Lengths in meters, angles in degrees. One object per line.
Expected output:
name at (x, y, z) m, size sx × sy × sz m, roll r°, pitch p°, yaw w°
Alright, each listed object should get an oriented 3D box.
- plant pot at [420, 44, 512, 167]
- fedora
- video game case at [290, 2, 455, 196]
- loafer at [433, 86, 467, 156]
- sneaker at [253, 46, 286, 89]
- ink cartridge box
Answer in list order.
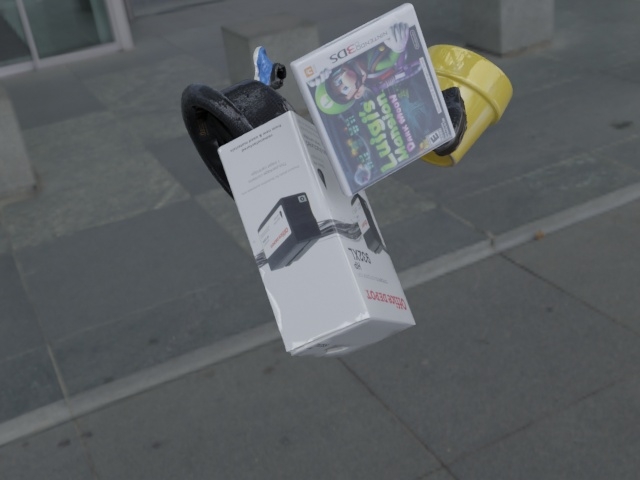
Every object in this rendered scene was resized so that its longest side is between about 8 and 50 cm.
plant pot at (0.323, -0.327, 2.043) m, size 0.254 × 0.254 × 0.239 m, roll 19°, pitch 75°, yaw 40°
fedora at (-0.120, -0.192, 1.574) m, size 0.152 × 0.334 × 0.334 m, roll -42°, pitch 40°, yaw -20°
video game case at (0.072, -0.175, 1.019) m, size 0.173 × 0.190 × 0.022 m, roll -30°, pitch 28°, yaw -12°
loafer at (0.265, -0.229, 1.605) m, size 0.080 × 0.078 × 0.220 m, roll -19°, pitch 31°, yaw 29°
sneaker at (-0.127, -0.447, 2.084) m, size 0.085 × 0.058 × 0.152 m, roll -11°, pitch 55°, yaw 16°
ink cartridge box at (0.000, 0.000, 1.147) m, size 0.129 × 0.307 × 0.223 m, roll -25°, pitch -17°, yaw 17°
